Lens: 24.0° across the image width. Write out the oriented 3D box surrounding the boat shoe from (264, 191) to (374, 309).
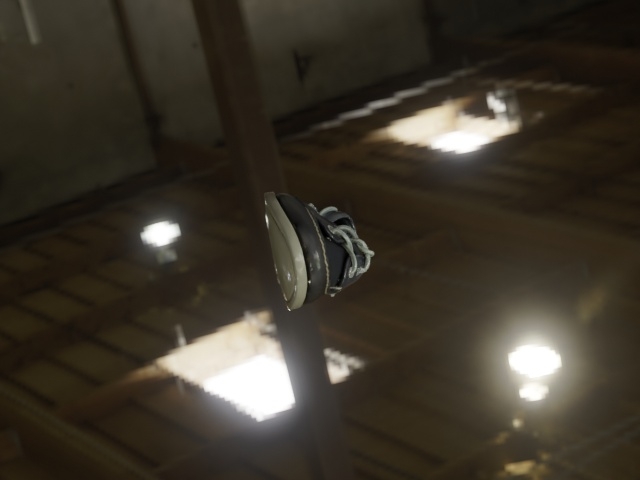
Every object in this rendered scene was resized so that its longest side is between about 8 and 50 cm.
[{"bbox_3d":[0.000,0.000,0.979,0.065,0.075,0.206,-11,-178,-2],"label":"boat shoe"}]
